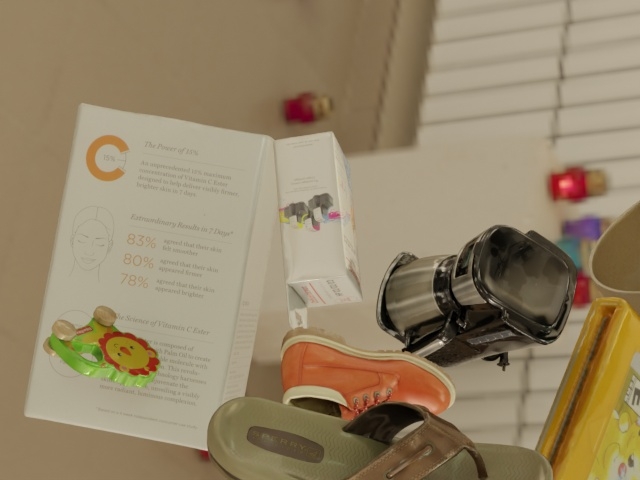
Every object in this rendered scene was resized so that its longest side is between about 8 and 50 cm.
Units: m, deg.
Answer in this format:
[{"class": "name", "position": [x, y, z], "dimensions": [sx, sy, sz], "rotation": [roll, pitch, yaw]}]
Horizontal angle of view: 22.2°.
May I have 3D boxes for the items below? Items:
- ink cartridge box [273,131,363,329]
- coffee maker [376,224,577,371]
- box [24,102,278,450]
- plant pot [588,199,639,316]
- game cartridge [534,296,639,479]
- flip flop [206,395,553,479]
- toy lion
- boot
[{"class": "ink cartridge box", "position": [0.000, 0.000, 1.560], "dimensions": [0.104, 0.061, 0.181], "rotation": [54, 30, -71]}, {"class": "coffee maker", "position": [0.173, 0.059, 1.641], "dimensions": [0.171, 0.178, 0.120], "rotation": [8, 75, -32]}, {"class": "box", "position": [-0.178, 0.042, 1.815], "dimensions": [0.168, 0.215, 0.345], "rotation": [26, 74, -83]}, {"class": "plant pot", "position": [0.479, 0.051, 1.875], "dimensions": [0.191, 0.284, 0.284], "rotation": [59, 36, -19]}, {"class": "game cartridge", "position": [0.336, 0.262, 1.711], "dimensions": [0.323, 0.052, 0.285], "rotation": [42, 62, -36]}, {"class": "flip flop", "position": [0.049, 0.165, 1.280], "dimensions": [0.112, 0.277, 0.080], "rotation": [-74, 178, -54]}, {"class": "toy lion", "position": [-0.210, 0.112, 1.617], "dimensions": [0.100, 0.096, 0.034], "rotation": [-18, 145, -55]}, {"class": "boot", "position": [0.040, 0.133, 1.392], "dimensions": [0.085, 0.158, 0.059], "rotation": [-85, -169, -53]}]
